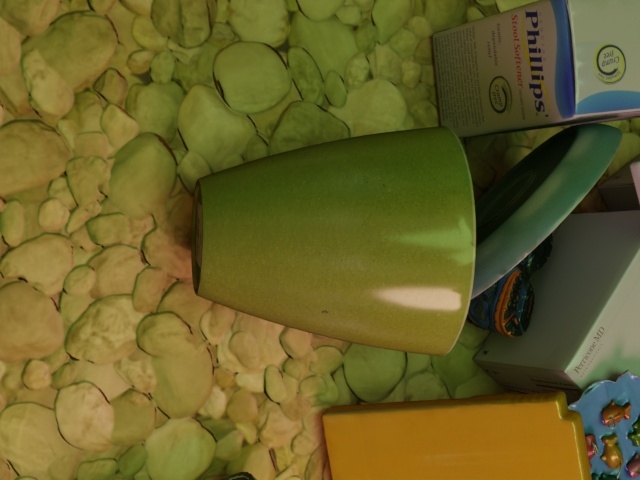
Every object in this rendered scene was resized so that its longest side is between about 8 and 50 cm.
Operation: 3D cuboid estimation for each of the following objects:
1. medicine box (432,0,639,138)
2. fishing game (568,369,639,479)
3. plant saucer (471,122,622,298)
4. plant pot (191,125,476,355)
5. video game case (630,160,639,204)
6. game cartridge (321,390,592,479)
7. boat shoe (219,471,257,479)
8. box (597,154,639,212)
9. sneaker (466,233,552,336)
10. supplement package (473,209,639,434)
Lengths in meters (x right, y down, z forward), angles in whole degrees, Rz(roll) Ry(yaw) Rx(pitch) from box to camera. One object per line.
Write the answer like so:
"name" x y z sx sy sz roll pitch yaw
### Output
"medicine box" 0.332 -0.224 1.548 0.263 0.289 0.149 -8 93 -27
"fishing game" 0.374 0.255 1.482 0.264 0.041 0.189 -14 102 -20
"plant saucer" 0.240 -0.039 1.491 0.043 0.317 0.317 44 70 -6
"plant pot" 0.000 0.000 1.412 0.293 0.275 0.275 0 89 -11
"video game case" 0.484 -0.023 1.548 0.173 0.022 0.191 -15 90 -34
"game cartridge" 0.174 0.332 1.460 0.052 0.323 0.285 -19 101 -65
"boat shoe" -0.193 0.347 1.368 0.305 0.109 0.091 -30 107 -21
"box" 0.547 0.016 1.750 0.148 0.121 0.311 -35 105 -23
"sneaker" 0.248 0.026 1.619 0.083 0.087 0.221 53 49 -39
"supplement package" 0.371 0.104 1.611 0.145 0.204 0.262 41 72 -20
